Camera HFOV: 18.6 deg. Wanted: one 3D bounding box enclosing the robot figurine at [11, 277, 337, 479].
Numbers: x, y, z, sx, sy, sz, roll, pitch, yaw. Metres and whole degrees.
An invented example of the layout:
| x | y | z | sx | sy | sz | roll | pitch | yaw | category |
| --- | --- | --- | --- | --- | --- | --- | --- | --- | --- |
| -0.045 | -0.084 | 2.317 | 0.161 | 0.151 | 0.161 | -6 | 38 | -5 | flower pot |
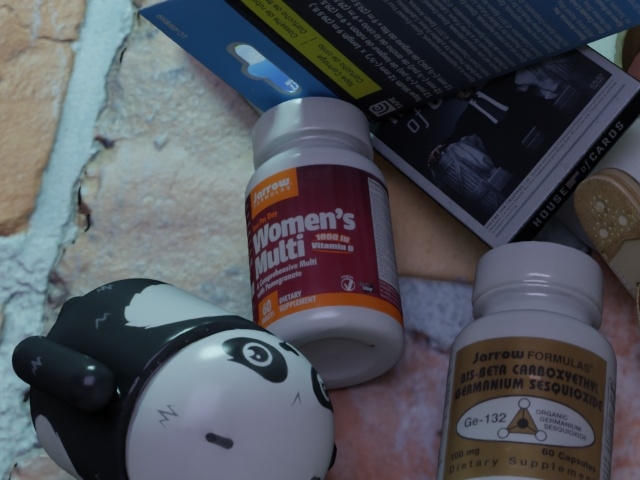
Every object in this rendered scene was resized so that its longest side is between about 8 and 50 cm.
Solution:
| x | y | z | sx | sy | sz | roll | pitch | yaw | category |
| --- | --- | --- | --- | --- | --- | --- | --- | --- | --- |
| -0.110 | 0.124 | 1.476 | 0.209 | 0.173 | 0.278 | -25 | 27 | -28 | robot figurine |

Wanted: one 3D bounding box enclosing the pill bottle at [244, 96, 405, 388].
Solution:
| x | y | z | sx | sy | sz | roll | pitch | yaw | category |
| --- | --- | --- | --- | --- | --- | --- | --- | --- | --- |
| 0.000 | 0.000 | 1.597 | 0.121 | 0.121 | 0.221 | -8 | 59 | 3 | pill bottle |

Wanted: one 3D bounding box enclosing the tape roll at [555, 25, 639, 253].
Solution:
| x | y | z | sx | sy | sz | roll | pitch | yaw | category |
| --- | --- | --- | --- | --- | --- | --- | --- | --- | --- |
| 0.354 | -0.136 | 1.659 | 0.392 | 0.072 | 0.392 | -3 | 60 | 6 | tape roll |

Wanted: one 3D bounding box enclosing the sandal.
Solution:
| x | y | z | sx | sy | sz | roll | pitch | yaw | category |
| --- | --- | --- | --- | --- | --- | --- | --- | --- | --- |
| 0.267 | 0.055 | 1.515 | 0.079 | 0.088 | 0.240 | -31 | 78 | -42 | sandal |

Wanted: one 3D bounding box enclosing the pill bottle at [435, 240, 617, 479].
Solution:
| x | y | z | sx | sy | sz | roll | pitch | yaw | category |
| --- | --- | --- | --- | --- | --- | --- | --- | --- | --- |
| 0.161 | 0.123 | 1.498 | 0.131 | 0.131 | 0.229 | 3 | 60 | 9 | pill bottle |

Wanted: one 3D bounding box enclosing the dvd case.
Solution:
| x | y | z | sx | sy | sz | roll | pitch | yaw | category |
| --- | --- | --- | --- | --- | --- | --- | --- | --- | --- |
| 0.140 | -0.112 | 1.630 | 0.179 | 0.029 | 0.239 | -50 | 49 | 3 | dvd case |

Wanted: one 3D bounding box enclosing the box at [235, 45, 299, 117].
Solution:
| x | y | z | sx | sy | sz | roll | pitch | yaw | category |
| --- | --- | --- | --- | --- | --- | --- | --- | --- | --- |
| -0.039 | -0.178 | 1.752 | 0.109 | 0.042 | 0.178 | -34 | 62 | -12 | box |

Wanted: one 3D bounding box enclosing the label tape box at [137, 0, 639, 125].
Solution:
| x | y | z | sx | sy | sz | roll | pitch | yaw | category |
| --- | --- | --- | --- | --- | --- | --- | --- | --- | --- |
| 0.066 | -0.221 | 1.553 | 0.348 | 0.249 | 0.115 | -18 | 57 | 28 | label tape box |
